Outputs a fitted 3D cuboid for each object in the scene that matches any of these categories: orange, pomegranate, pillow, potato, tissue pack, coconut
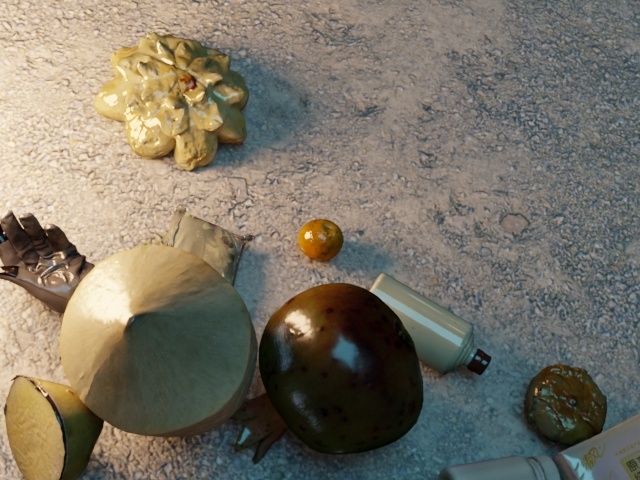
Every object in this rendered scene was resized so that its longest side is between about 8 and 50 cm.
[{"bbox_3d":[0.000,0.000,2.029,0.083,0.070,0.083,17,47,-19],"label":"orange"},{"bbox_3d":[0.017,0.236,1.824,0.291,0.323,0.290,28,29,-17],"label":"pomegranate"},{"bbox_3d":[-0.213,0.072,1.942,0.169,0.059,0.255,17,57,-8],"label":"pillow"},{"bbox_3d":[-0.391,0.285,1.707,0.117,0.202,0.182,-9,54,-38],"label":"potato"},{"bbox_3d":[0.522,0.413,1.892,0.225,0.124,0.185,-20,65,-24],"label":"tissue pack"},{"bbox_3d":[-0.243,0.153,1.688,0.329,0.328,0.328,6,60,-11],"label":"coconut"}]

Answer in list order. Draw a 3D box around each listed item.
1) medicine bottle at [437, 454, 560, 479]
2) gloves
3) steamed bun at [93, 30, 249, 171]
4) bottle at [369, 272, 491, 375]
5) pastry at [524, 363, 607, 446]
[{"bbox_3d":[0.296,0.413,1.848,0.187,0.102,0.102,-5,62,-17],"label":"medicine bottle"},{"bbox_3d":[-0.435,0.061,1.862,0.285,0.119,0.142,41,47,-5],"label":"gloves"},{"bbox_3d":[-0.276,-0.287,2.089,0.292,0.137,0.295,1,63,-10],"label":"steamed bun"},{"bbox_3d":[0.187,0.160,1.965,0.245,0.104,0.104,30,58,5],"label":"bottle"},{"bbox_3d":[0.433,0.292,1.966,0.153,0.081,0.153,11,49,-13],"label":"pastry"}]
